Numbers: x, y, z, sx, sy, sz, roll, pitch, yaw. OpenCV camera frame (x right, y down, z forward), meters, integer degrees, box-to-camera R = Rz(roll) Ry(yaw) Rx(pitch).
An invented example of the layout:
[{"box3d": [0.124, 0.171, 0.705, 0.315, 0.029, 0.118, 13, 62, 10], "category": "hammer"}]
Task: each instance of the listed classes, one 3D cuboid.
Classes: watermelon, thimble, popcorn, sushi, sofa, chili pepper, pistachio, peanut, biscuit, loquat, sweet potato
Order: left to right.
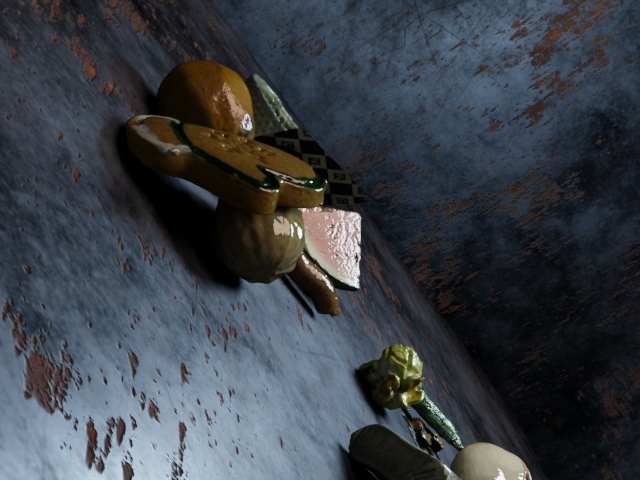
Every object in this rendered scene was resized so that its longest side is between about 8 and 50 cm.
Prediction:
[{"box3d": [-0.212, -0.243, 1.749, 0.187, 0.176, 0.234, 17, 34, -49], "category": "loquat"}, {"box3d": [-0.141, -0.124, 1.474, 0.344, 0.057, 0.287, 14, 19, -22], "category": "biscuit"}, {"box3d": [-0.105, -0.029, 1.595, 0.174, 0.158, 0.340, 51, 11, -20], "category": "peanut"}, {"box3d": [-0.137, -0.240, 2.142, 0.270, 0.150, 0.271, 54, 10, -14], "category": "thimble"}, {"box3d": [-0.074, -0.007, 1.859, 0.385, 0.109, 0.109, 62, 8, -11], "category": "sweet potato"}, {"box3d": [-0.069, -0.119, 1.962, 0.290, 0.264, 0.050, 44, 48, -46], "category": "sushi"}, {"box3d": [0.000, 0.000, 2.033, 0.260, 0.176, 0.256, 11, 21, -30], "category": "watermelon"}, {"box3d": [0.164, 0.294, 1.961, 0.162, 0.141, 0.135, 12, -23, 42], "category": "popcorn"}, {"box3d": [0.143, 0.446, 1.527, 0.225, 0.176, 0.210, 25, -18, 47], "category": "sofa"}, {"box3d": [0.257, 0.463, 2.173, 0.201, 0.031, 0.139, 45, 14, -50], "category": "sushi"}, {"box3d": [0.257, 0.406, 2.156, 0.227, 0.059, 0.088, 49, 5, 19], "category": "chili pepper"}, {"box3d": [0.368, 0.554, 1.975, 0.187, 0.188, 0.299, 54, 14, -17], "category": "pistachio"}]

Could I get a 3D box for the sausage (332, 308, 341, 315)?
[{"box3d": [0.013, 0.137, 2.044, 0.116, 0.026, 0.026, 47, 14, -48], "category": "sausage"}]
